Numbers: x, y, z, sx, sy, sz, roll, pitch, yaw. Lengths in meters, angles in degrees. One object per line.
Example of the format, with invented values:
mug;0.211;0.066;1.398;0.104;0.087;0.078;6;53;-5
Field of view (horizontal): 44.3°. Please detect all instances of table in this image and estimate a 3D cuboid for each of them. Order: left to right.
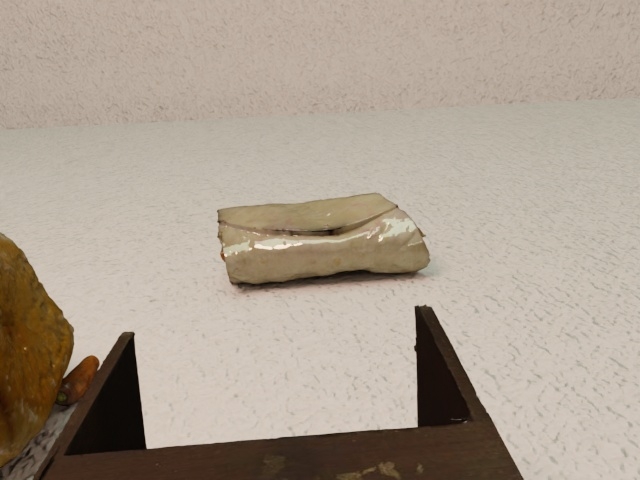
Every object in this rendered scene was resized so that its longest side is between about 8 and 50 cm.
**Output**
table;-0.023;0.182;0.495;0.251;0.196;0.282;-6;14;-2

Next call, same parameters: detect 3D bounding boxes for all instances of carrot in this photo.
carrot;-0.274;0.158;0.888;0.032;0.032;0.093;-4;14;6

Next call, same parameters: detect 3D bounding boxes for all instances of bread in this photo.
bread;-0.369;0.113;0.791;0.176;0.195;0.246;-23;21;3

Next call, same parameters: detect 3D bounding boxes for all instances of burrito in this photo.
burrito;0.000;0.001;1.142;0.299;0.105;0.143;-5;29;0
